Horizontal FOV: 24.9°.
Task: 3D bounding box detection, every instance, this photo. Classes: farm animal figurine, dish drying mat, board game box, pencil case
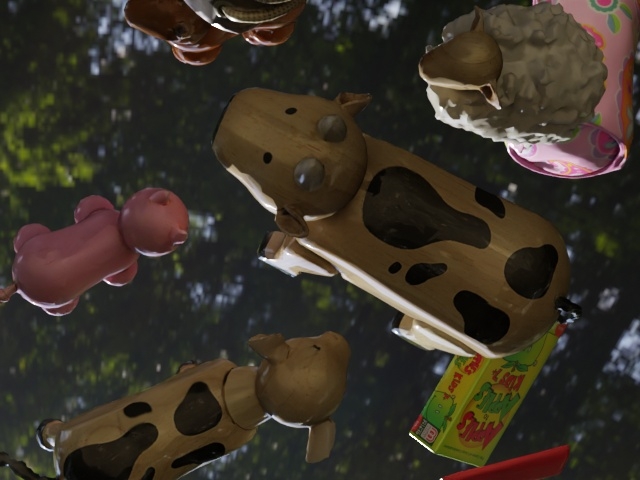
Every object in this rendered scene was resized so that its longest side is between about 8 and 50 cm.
[{"bbox_3d":[0.000,0.000,0.794,0.327,0.172,0.330,11,-94,-18],"label":"farm animal figurine"},{"bbox_3d":[0.110,0.141,0.878,0.083,0.032,0.008,-11,-123,-14],"label":"dish drying mat"},{"bbox_3d":[0.176,0.143,1.511,0.092,0.181,0.043,24,-173,-47],"label":"board game box"},{"bbox_3d":[0.238,-0.201,1.317,0.124,0.124,0.284,12,-111,-1],"label":"pencil case"}]

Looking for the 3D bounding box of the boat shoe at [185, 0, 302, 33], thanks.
[{"bbox_3d":[-0.016,-0.171,0.686,0.132,0.130,0.355,-17,-159,-25],"label":"boat shoe"}]
